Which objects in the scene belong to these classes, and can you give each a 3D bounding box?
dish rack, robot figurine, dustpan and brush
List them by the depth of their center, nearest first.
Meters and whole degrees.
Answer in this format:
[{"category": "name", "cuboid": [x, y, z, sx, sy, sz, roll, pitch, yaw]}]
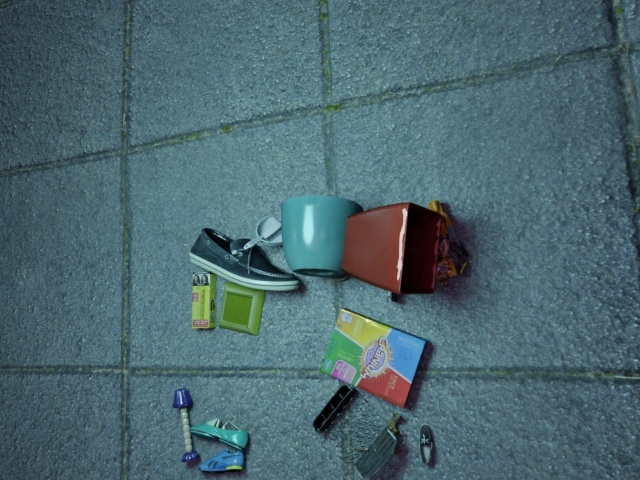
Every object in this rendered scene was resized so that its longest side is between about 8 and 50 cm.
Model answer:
[{"category": "robot figurine", "cuboid": [0.382, 0.019, 1.562, 0.211, 0.085, 0.291, -19, 78, 18]}, {"category": "dish rack", "cuboid": [0.122, 0.661, 1.564, 0.271, 0.074, 0.208, 42, 101, 37]}, {"category": "dustpan and brush", "cuboid": [-0.210, -0.015, 1.735, 0.147, 0.060, 0.211, 39, 60, 20]}]

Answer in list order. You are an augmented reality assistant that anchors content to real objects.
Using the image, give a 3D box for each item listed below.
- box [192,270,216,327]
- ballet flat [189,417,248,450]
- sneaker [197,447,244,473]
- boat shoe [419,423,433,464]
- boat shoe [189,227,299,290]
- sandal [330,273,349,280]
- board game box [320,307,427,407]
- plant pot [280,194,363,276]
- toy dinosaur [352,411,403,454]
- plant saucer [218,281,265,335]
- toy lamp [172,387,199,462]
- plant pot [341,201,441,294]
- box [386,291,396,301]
[{"category": "box", "cuboid": [-0.479, 0.242, 1.869, 0.087, 0.058, 0.232, -2, 83, 19]}, {"category": "ballet flat", "cuboid": [-0.390, 0.747, 1.776, 0.247, 0.083, 0.087, 8, 52, 19]}, {"category": "sneaker", "cuboid": [-0.385, 0.859, 1.769, 0.209, 0.069, 0.082, -18, 52, 23]}, {"category": "boat shoe", "cuboid": [0.352, 0.683, 1.523, 0.046, 0.038, 0.125, 0, 84, 20]}, {"category": "boat shoe", "cuboid": [-0.298, 0.074, 1.758, 0.500, 0.187, 0.156, 19, 97, 26]}, {"category": "sandal", "cuboid": [0.026, 0.093, 1.704, 0.180, 0.049, 0.072, 34, 96, 20]}, {"category": "board game box", "cuboid": [0.186, 0.405, 1.601, 0.316, 0.064, 0.242, 18, 90, 21]}, {"category": "plant pot", "cuboid": [0.000, 0.000, 1.580, 0.293, 0.293, 0.235, -2, 76, 20]}, {"category": "toy dinosaur", "cuboid": [0.224, 0.689, 1.569, 0.211, 0.064, 0.112, -51, 53, 8]}, {"category": "plant saucer", "cuboid": [-0.326, 0.273, 1.816, 0.188, 0.045, 0.188, 8, 87, 21]}, {"category": "toy lamp", "cuboid": [-0.543, 0.738, 1.827, 0.080, 0.080, 0.275, -17, 79, 18]}, {"category": "plant pot", "cuboid": [0.218, 0.023, 1.457, 0.235, 0.267, 0.267, 6, 88, 35]}, {"category": "box", "cuboid": [0.249, 0.181, 1.593, 0.018, 0.083, 0.067, -5, 82, 20]}]
